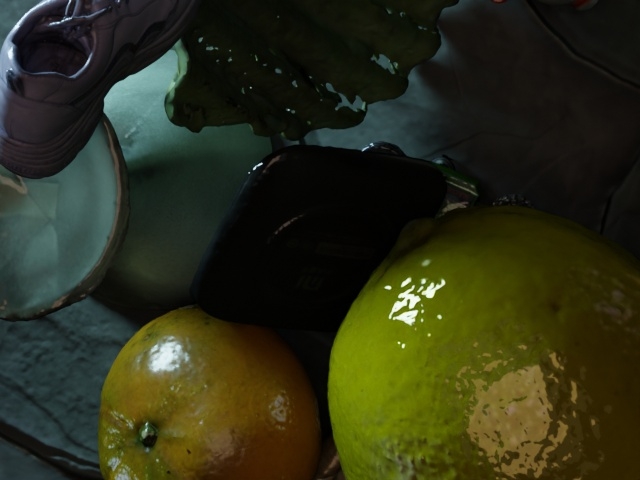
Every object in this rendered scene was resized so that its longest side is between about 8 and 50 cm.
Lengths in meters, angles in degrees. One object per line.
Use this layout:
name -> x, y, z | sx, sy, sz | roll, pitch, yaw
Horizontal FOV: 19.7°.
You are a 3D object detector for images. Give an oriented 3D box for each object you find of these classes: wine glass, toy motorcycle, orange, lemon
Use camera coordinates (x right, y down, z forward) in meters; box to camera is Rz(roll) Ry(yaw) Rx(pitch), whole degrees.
wine glass -> -0.212, -0.051, 1.658 | 0.267, 0.406, 0.267 | 1, 93, 12
toy motorcycle -> 0.112, -0.023, 1.775 | 0.190, 0.074, 0.106 | 22, 106, 8
orange -> -0.113, 0.179, 1.753 | 0.240, 0.171, 0.240 | -6, 80, 39
lemon -> 0.164, 0.130, 1.628 | 0.364, 0.364, 0.364 | 1, 94, 10

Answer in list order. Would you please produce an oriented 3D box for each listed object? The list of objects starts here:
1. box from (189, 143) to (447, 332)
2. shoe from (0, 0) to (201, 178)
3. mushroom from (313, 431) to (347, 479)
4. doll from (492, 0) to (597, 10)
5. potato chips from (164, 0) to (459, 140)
box -> 0.000, 0.000, 1.696 | 0.213, 0.042, 0.201 | 9, 123, -33
shoe -> -0.168, -0.168, 1.394 | 0.095, 0.137, 0.245 | 34, 69, 3
mushroom -> 0.019, 0.257, 1.797 | 0.094, 0.072, 0.209 | 6, 97, -9
doll -> 0.260, -0.297, 1.722 | 0.245, 0.076, 0.142 | -34, 105, 6
potato chips -> -0.021, -0.273, 1.647 | 0.097, 0.389, 0.373 | 2, 98, 37
